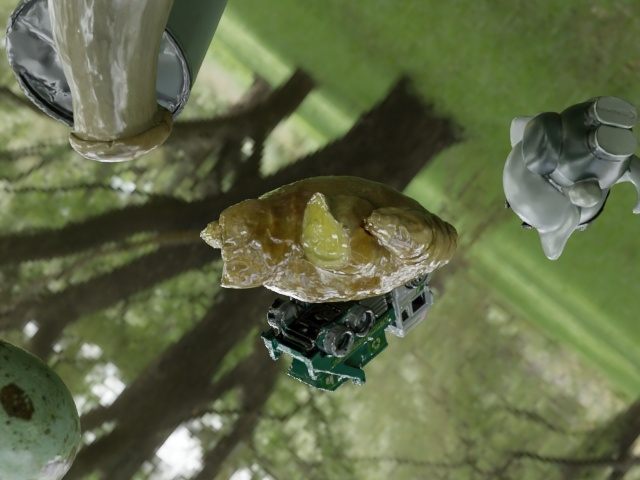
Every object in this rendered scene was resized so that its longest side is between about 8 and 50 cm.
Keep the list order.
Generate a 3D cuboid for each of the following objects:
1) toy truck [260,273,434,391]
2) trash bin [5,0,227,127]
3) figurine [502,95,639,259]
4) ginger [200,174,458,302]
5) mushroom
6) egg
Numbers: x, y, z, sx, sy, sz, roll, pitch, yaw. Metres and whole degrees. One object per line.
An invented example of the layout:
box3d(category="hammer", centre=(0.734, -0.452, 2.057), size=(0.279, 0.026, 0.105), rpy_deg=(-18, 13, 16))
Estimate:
box3d(category="toy truck", centre=(0.039, 0.096, 1.677), size=(0.110, 0.216, 0.116), rpy_deg=(22, 137, 39))
box3d(category="trash bin", centre=(-0.220, -0.285, 1.645), size=(0.217, 0.263, 0.277), rpy_deg=(19, 139, -3))
box3d(category="figurine", centre=(0.227, -0.064, 1.283), size=(0.126, 0.147, 0.192), rpy_deg=(3, 158, -20))
box3d(category="ginger", centre=(0.000, 0.000, 1.133), size=(0.216, 0.102, 0.157), rpy_deg=(-1, -174, 23))
box3d(category="mushroom", centre=(-0.153, -0.181, 1.047), size=(0.108, 0.247, 0.096), rpy_deg=(15, -148, 11))
box3d(category="egg", centre=(-0.378, 0.203, 1.650), size=(0.169, 0.169, 0.231), rpy_deg=(42, 164, 54))
